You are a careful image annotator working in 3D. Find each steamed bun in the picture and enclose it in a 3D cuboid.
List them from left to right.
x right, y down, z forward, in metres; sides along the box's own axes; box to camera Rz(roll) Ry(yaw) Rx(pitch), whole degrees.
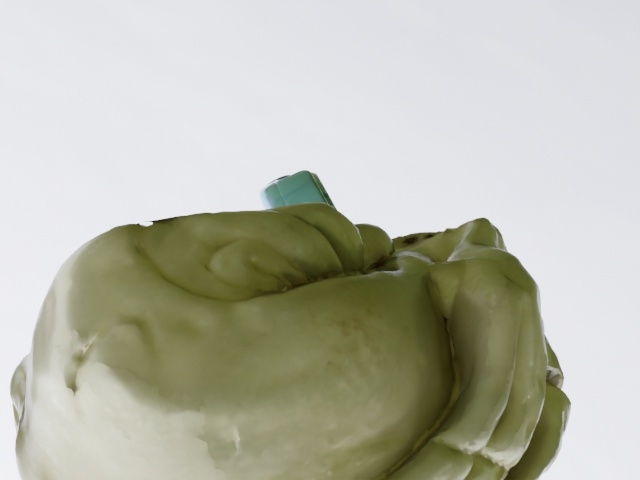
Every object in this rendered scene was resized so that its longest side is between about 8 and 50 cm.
[{"bbox_3d":[-0.007,0.105,0.807,0.289,0.276,0.203,87,167,-73],"label":"steamed bun"}]

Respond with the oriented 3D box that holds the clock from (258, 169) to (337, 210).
[{"bbox_3d":[-0.001,0.000,1.096,0.108,0.045,0.147,62,-178,-7],"label":"clock"}]
